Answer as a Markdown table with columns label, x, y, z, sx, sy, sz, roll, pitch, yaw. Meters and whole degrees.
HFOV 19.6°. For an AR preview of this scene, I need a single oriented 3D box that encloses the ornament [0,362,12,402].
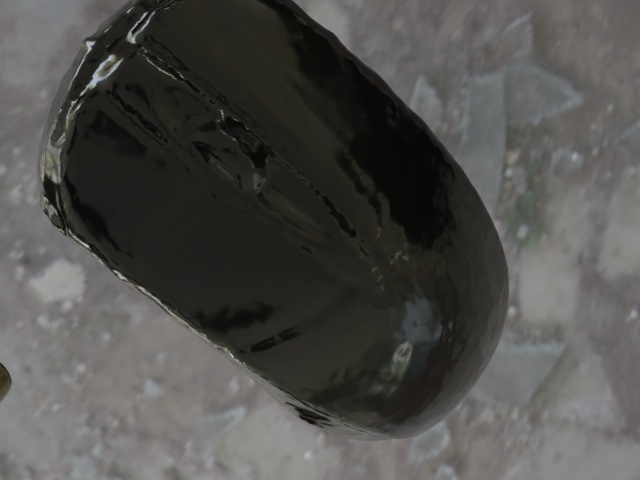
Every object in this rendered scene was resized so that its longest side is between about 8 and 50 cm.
| label | x | y | z | sx | sy | sz | roll | pitch | yaw |
| --- | --- | --- | --- | --- | --- | --- | --- | --- | --- |
| ornament | -0.215 | 0.098 | 0.536 | 0.230 | 0.244 | 0.061 | 35 | 153 | -18 |

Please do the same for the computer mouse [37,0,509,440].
| label | x | y | z | sx | sy | sz | roll | pitch | yaw |
| --- | --- | --- | --- | --- | --- | --- | --- | --- | --- |
| computer mouse | 0.000 | 0.000 | 0.812 | 0.270 | 0.086 | 0.137 | 42 | 79 | -33 |
